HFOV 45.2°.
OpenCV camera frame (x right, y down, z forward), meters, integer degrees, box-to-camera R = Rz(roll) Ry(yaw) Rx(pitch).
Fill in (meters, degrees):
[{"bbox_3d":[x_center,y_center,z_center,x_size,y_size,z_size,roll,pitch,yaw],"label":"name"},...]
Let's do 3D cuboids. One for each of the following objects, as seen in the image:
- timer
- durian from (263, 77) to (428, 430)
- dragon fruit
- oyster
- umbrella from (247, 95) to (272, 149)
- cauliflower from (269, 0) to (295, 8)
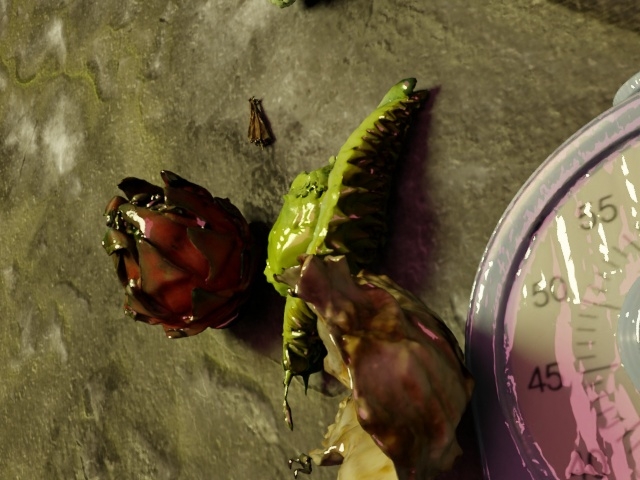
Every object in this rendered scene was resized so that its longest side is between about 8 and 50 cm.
[{"bbox_3d":[0.265,0.053,0.478,0.395,0.173,0.395,-13,71,41],"label":"timer"},{"bbox_3d":[0.007,0.003,0.776,0.132,0.106,0.375,23,91,49],"label":"durian"},{"bbox_3d":[-0.153,0.020,0.859,0.182,0.188,0.182,-1,89,43],"label":"dragon fruit"},{"bbox_3d":[0.037,0.129,0.595,0.133,0.337,0.198,-4,69,-3],"label":"oyster"},{"bbox_3d":[-0.078,-0.144,0.946,0.020,0.031,0.083,121,144,-59],"label":"umbrella"},{"bbox_3d":[-0.058,-0.421,0.894,0.239,0.256,0.315,-58,18,20],"label":"cauliflower"}]
